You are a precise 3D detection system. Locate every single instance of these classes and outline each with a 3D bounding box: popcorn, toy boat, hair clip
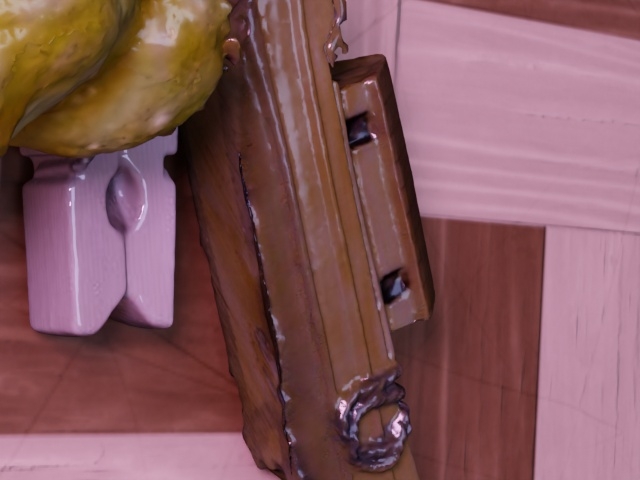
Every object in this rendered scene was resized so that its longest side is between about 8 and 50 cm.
[{"bbox_3d":[-0.201,-0.188,0.989,0.290,0.326,0.321,-23,98,-50],"label":"popcorn"},{"bbox_3d":[0.000,0.000,1.275,0.162,0.136,0.445,-20,108,-32],"label":"toy boat"},{"bbox_3d":[-0.144,-0.105,1.178,0.101,0.085,0.331,-2,91,-42],"label":"hair clip"}]
